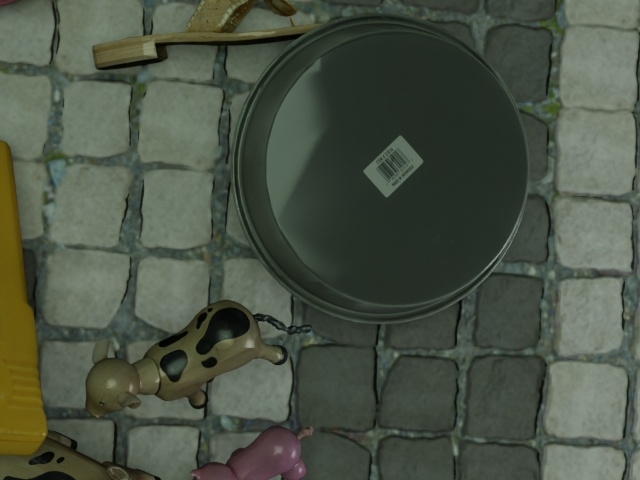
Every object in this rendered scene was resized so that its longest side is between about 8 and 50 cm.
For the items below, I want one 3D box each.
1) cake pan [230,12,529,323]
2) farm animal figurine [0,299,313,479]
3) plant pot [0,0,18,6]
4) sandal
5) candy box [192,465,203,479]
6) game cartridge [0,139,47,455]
[{"bbox_3d":[0.065,-0.066,1.412,0.293,0.054,0.293,-1,92,-13],"label":"cake pan"},{"bbox_3d":[-0.185,0.210,1.342,0.327,0.172,0.330,1,74,19],"label":"farm animal figurine"},{"bbox_3d":[-0.341,-0.338,1.404,0.201,0.201,0.180,8,70,-5],"label":"plant pot"},{"bbox_3d":[-0.104,-0.221,1.461,0.240,0.088,0.079,-10,93,-1],"label":"sandal"},{"bbox_3d":[-0.101,0.353,1.434,0.159,0.071,0.233,29,85,-3],"label":"candy box"},{"bbox_3d":[-0.387,0.028,1.304,0.285,0.052,0.323,8,48,-30],"label":"game cartridge"}]
